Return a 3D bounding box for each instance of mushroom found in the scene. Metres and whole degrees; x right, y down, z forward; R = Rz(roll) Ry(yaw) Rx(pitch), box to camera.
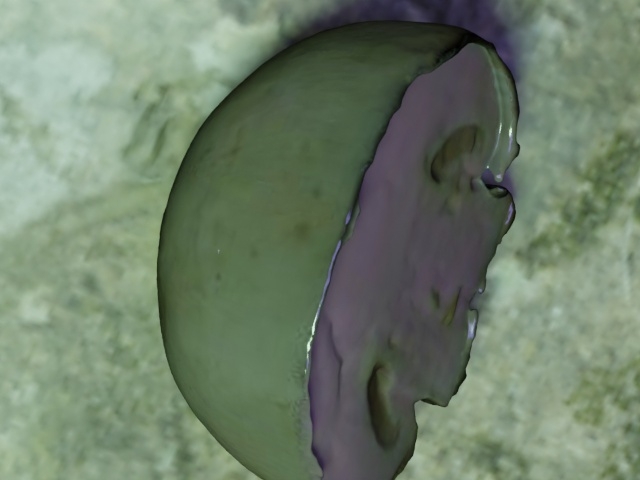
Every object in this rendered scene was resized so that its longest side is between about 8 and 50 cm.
[{"bbox_3d":[0.000,0.000,0.755,0.117,0.141,0.188,21,90,17],"label":"mushroom"}]
